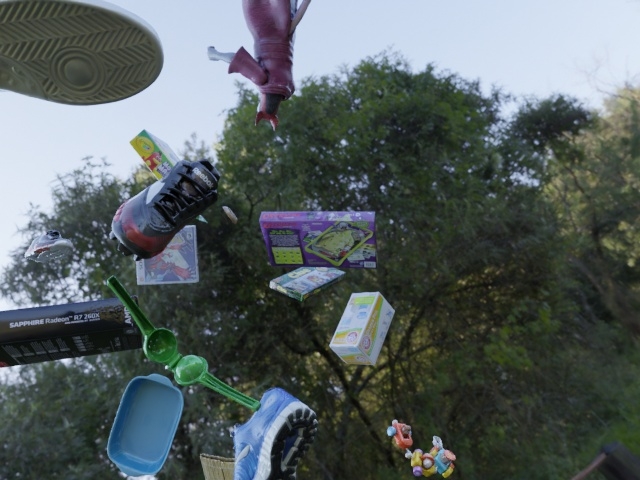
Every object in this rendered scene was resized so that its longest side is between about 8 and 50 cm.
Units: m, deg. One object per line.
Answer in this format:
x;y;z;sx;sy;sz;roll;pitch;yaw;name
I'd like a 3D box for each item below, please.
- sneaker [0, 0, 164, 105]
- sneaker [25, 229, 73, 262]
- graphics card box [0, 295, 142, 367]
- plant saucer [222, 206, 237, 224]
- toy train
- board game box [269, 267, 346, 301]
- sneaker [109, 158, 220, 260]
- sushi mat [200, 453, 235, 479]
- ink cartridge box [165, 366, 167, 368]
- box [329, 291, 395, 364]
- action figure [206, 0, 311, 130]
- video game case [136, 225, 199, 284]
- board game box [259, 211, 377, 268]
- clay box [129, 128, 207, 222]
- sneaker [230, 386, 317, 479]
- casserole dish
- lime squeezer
-0.372;-0.242;0.645;0.350;0.148;0.131;-4;-56;-18;sneaker
-0.565;0.003;1.117;0.158;0.065;0.061;-9;-27;37;sneaker
-0.661;0.240;1.397;0.371;0.094;0.233;-4;-24;-17;graphics card box
-0.337;-0.098;2.022;0.015;0.083;0.083;-36;-28;1;plant saucer
0.227;0.442;1.153;0.166;0.125;0.046;23;-59;-29;toy train
-0.038;0.133;1.816;0.259;0.136;0.030;-22;-57;-53;board game box
-0.245;-0.066;0.896;0.135;0.097;0.276;-36;14;23;sneaker
-0.268;0.778;1.595;0.019;0.151;0.316;-39;-55;-61;sushi mat
-0.429;0.368;1.595;0.083;0.028;0.048;15;-27;-31;ink cartridge box
0.131;0.271;1.656;0.103;0.114;0.203;49;-128;-30;box
-0.099;-0.449;1.278;0.248;0.275;0.370;-1;-90;-54;action figure
-0.496;0.048;1.727;0.201;0.183;0.023;-3;1;5;video game case
0.000;0.000;1.656;0.347;0.056;0.208;1;-41;10;board game box
-0.325;-0.141;1.217;0.053;0.222;0.127;-41;-9;2;clay box
-0.119;0.454;1.106;0.130;0.147;0.330;18;-81;-37;sneaker
-0.316;0.336;0.987;0.037;0.114;0.188;35;-107;-86;casserole dish
-0.226;0.182;0.875;0.110;0.310;0.059;-54;-7;36;lime squeezer
